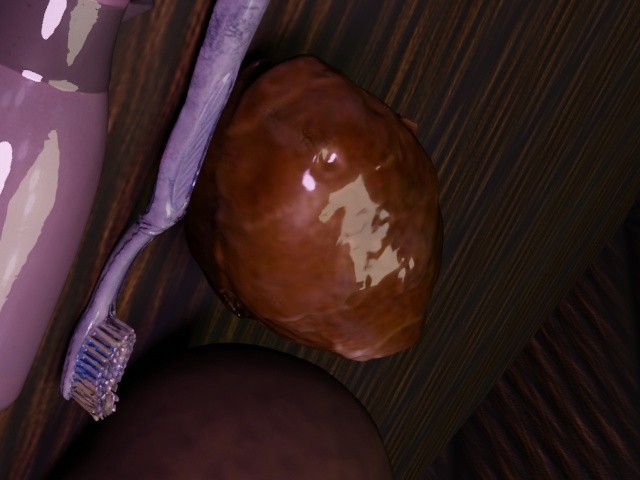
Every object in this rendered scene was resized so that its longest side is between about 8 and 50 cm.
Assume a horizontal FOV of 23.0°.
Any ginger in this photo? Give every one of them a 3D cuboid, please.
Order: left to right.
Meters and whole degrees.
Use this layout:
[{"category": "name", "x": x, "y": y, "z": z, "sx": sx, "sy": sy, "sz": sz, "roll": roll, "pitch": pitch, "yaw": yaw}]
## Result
[{"category": "ginger", "x": 0.000, "y": 0.000, "z": 1.044, "sx": 0.165, "sy": 0.172, "sz": 0.321, "roll": -14, "pitch": 165, "yaw": 0}]

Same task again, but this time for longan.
[{"category": "longan", "x": -0.071, "y": 0.198, "z": 1.119, "sx": 0.258, "sy": 0.258, "sz": 0.258, "roll": -50, "pitch": 165, "yaw": -18}]

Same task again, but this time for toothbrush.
[{"category": "toothbrush", "x": -0.076, "y": -0.059, "z": 0.909, "sx": 0.035, "sy": 0.042, "sz": 0.413, "roll": -31, "pitch": 151, "yaw": -57}]

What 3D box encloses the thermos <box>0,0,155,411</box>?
[{"category": "thermos", "x": -0.148, "y": -0.037, "z": 0.624, "sx": 0.137, "sy": 0.105, "sz": 0.193, "roll": 11, "pitch": 113, "yaw": -40}]
